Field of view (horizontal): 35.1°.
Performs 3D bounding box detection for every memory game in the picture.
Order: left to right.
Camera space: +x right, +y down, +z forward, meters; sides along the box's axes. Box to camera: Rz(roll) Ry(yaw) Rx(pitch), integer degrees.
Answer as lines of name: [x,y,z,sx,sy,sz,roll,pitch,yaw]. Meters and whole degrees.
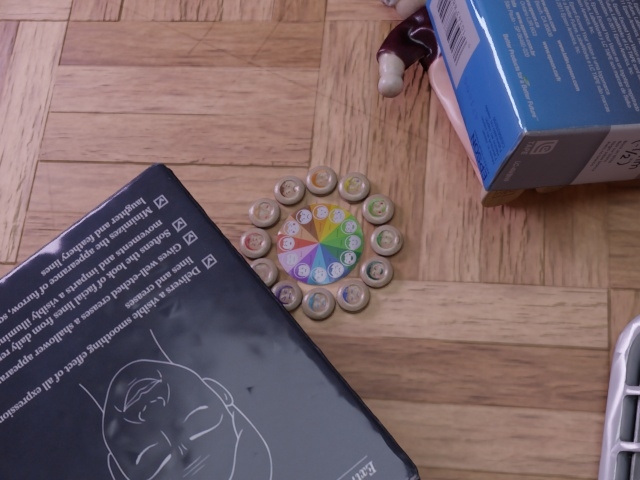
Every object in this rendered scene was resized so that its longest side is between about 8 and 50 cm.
memory game: [0.000,0.000,1.125,0.186,0.012,0.186,-3,68,7]

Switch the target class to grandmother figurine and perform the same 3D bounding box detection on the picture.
grandmother figurine: [0.155,-0.200,1.145,0.207,0.104,0.342,-9,60,-26]

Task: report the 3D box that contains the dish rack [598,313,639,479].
dish rack: [0.409,0.193,0.882,0.333,0.072,0.286,-10,59,46]

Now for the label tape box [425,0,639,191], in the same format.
label tape box: [0.311,-0.190,1.055,0.347,0.115,0.249,-4,61,-17]

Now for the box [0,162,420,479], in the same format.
box: [-0.134,0.182,0.961,0.293,0.212,0.395,-37,67,-8]
